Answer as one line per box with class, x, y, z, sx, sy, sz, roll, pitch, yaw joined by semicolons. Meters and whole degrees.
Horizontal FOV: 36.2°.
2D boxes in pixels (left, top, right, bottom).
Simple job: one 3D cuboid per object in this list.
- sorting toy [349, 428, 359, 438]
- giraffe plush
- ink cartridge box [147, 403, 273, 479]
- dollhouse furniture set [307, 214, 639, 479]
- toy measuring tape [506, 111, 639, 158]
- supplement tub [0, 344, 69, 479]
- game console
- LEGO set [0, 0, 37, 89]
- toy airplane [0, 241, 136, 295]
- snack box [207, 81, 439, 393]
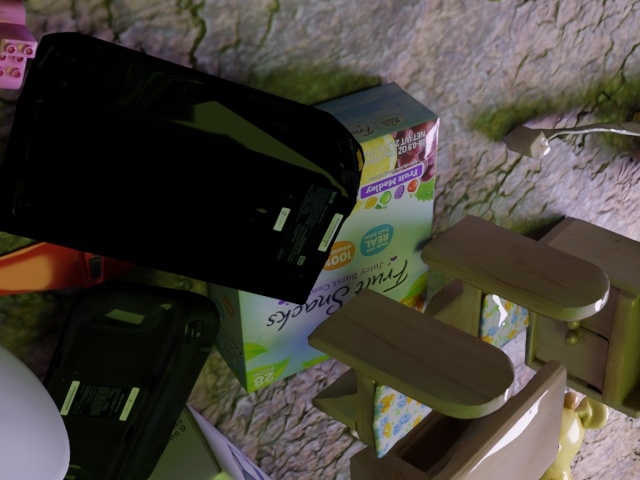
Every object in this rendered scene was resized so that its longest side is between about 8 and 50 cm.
sorting toy;0.075;0.179;1.004;0.083;0.012;0.062;-45;137;3
giraffe plush;0.230;0.243;1.080;0.181;0.210;0.170;3;89;-25
ink cartridge box;-0.117;0.258;0.870;0.154;0.093;0.212;-38;137;-4
dollhouse furniture set;0.217;0.171;0.828;0.394;0.256;0.362;-34;134;-37
toy measuring tape;0.319;-0.061;0.918;0.330;0.121;0.121;-7;128;-23
supplement tub;-0.274;0.161;0.617;0.200;0.144;0.144;-38;139;12
game console;-0.130;0.046;0.667;0.213;0.044;0.361;16;121;-19
LEGO set;-0.225;-0.037;0.551;0.087;0.093;0.227;-1;124;-35
toy airplane;-0.164;0.033;0.700;0.151;0.028;0.151;-18;132;-21
snack box;0.000;0.000;0.762;0.175;0.070;0.207;-21;135;-21
